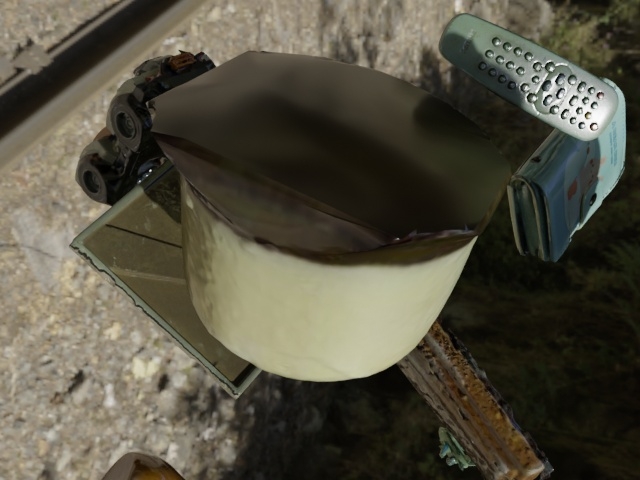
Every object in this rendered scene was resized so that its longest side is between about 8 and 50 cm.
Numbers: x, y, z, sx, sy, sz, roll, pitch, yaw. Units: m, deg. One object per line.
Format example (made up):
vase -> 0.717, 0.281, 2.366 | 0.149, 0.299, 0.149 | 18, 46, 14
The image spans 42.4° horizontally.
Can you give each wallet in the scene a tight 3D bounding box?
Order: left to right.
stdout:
wallet -> 0.370, -0.102, 1.221 | 0.250, 0.075, 0.176 | -46, 136, -27

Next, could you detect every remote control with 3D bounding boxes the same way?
remote control -> 0.234, -0.185, 0.929 | 0.072, 0.222, 0.042 | -61, -169, 15

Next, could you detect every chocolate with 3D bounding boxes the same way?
chocolate -> 0.000, 0.000, 0.842 | 0.326, 0.314, 0.297 | -47, 155, -58
chocolate -> 0.144, 0.168, 1.002 | 0.065, 0.329, 0.102 | -19, 149, -34

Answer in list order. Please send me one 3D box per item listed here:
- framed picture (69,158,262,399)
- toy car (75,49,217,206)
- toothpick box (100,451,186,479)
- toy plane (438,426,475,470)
framed picture -> -0.148, 0.035, 1.084 | 0.213, 0.289, 0.016 | -47, 178, -30
toy car -> -0.261, -0.178, 1.269 | 0.193, 0.118, 0.301 | -32, 169, -43
toothpick box -> -0.154, 0.400, 1.040 | 0.294, 0.192, 0.192 | 38, 50, -17
toy plane -> 0.207, 0.325, 1.280 | 0.080, 0.083, 0.033 | 1, 123, -35
